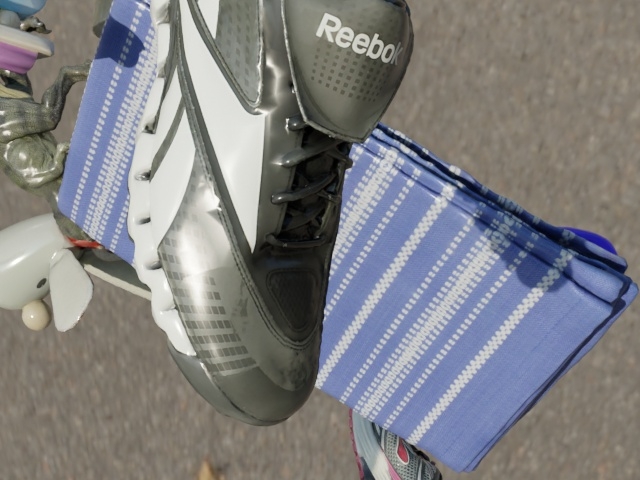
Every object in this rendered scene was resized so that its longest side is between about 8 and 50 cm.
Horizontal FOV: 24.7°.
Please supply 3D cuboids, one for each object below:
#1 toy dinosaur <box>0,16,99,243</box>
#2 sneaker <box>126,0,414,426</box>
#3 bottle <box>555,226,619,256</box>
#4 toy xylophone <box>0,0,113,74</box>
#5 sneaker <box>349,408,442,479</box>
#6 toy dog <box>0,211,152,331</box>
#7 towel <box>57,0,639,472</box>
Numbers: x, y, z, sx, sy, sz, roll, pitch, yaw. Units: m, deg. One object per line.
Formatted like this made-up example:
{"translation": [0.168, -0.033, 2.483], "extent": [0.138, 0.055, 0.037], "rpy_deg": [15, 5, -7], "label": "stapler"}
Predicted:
{"translation": [-0.237, -0.111, 1.153], "extent": [0.268, 0.064, 0.118], "rpy_deg": [41, 87, -1], "label": "toy dinosaur"}
{"translation": [-0.014, -0.051, 0.539], "extent": [0.078, 0.106, 0.234], "rpy_deg": [7, 76, -46], "label": "sneaker"}
{"translation": [0.170, 0.076, 1.375], "extent": [0.118, 0.283, 0.092], "rpy_deg": [2, 68, -21], "label": "bottle"}
{"translation": [-0.190, -0.235, 0.811], "extent": [0.236, 0.081, 0.322], "rpy_deg": [3, 73, -44], "label": "toy xylophone"}
{"translation": [0.108, 0.309, 1.993], "extent": [0.112, 0.121, 0.299], "rpy_deg": [-14, 49, 3], "label": "sneaker"}
{"translation": [-0.126, 0.016, 1.227], "extent": [0.220, 0.334, 0.161], "rpy_deg": [-14, 82, -44], "label": "toy dog"}
{"translation": [0.000, 0.000, 0.890], "extent": [0.336, 0.243, 0.040], "rpy_deg": [33, 52, 3], "label": "towel"}
